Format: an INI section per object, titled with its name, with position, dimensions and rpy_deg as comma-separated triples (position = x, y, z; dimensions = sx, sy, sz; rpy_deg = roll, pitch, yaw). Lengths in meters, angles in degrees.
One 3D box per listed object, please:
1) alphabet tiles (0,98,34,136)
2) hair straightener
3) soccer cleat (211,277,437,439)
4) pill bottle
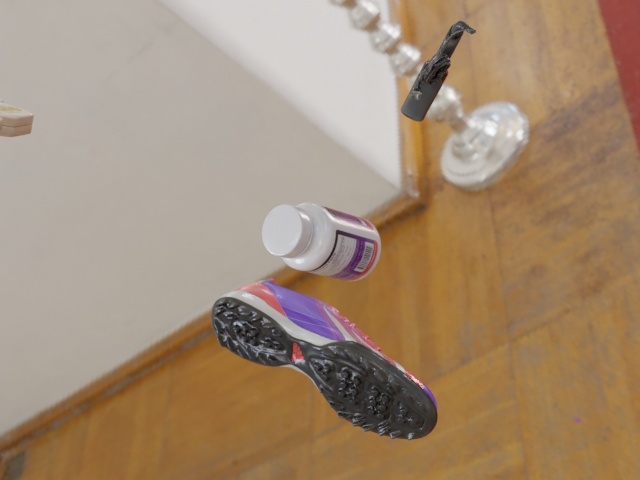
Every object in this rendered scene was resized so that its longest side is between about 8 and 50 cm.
[alphabet tiles]
position = -0.394, -0.137, 0.882
dimensions = 0.278, 0.284, 0.021
rpy_deg = -54, -18, -78
[hair straightener]
position = 0.168, -0.235, 1.521
dimensions = 0.089, 0.047, 0.230
rpy_deg = -61, 4, -28
[soccer cleat]
position = 0.018, 0.132, 1.283
dimensions = 0.318, 0.108, 0.116
rpy_deg = 24, 35, 26
[pill bottle]
position = 0.000, 0.000, 1.650
dimensions = 0.108, 0.193, 0.108
rpy_deg = -9, 75, 36
